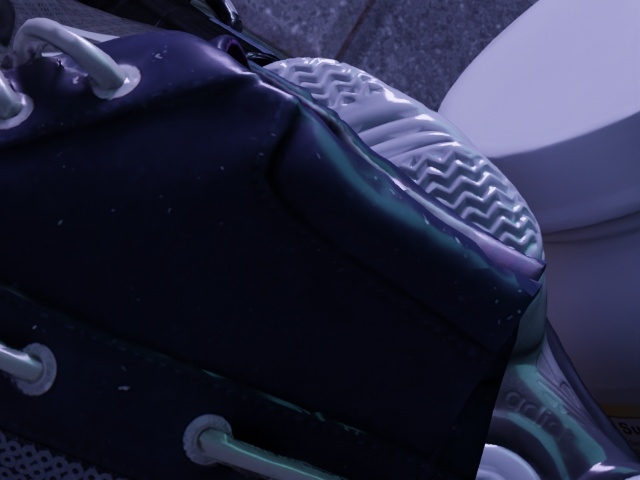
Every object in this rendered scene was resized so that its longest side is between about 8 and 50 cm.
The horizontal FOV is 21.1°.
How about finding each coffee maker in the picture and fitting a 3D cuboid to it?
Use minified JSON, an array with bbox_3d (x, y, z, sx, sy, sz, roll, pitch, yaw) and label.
[{"bbox_3d":[-0.120,-0.126,1.326,0.171,0.120,0.178,-12,37,-44],"label":"coffee maker"}]

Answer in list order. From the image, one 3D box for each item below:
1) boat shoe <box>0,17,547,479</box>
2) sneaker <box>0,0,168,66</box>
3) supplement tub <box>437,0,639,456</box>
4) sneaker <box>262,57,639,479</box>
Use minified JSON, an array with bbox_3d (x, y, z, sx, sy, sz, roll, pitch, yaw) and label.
[{"bbox_3d":[-0.100,-0.011,0.470,0.340,0.158,0.127,32,8,3],"label":"boat shoe"},{"bbox_3d":[-0.202,-0.127,0.642,0.482,0.202,0.185,24,11,-40],"label":"sneaker"},{"bbox_3d":[0.216,0.040,0.678,0.331,0.241,0.241,56,1,-17],"label":"supplement tub"},{"bbox_3d":[0.050,0.070,0.573,0.269,0.101,0.153,54,-7,16],"label":"sneaker"}]
